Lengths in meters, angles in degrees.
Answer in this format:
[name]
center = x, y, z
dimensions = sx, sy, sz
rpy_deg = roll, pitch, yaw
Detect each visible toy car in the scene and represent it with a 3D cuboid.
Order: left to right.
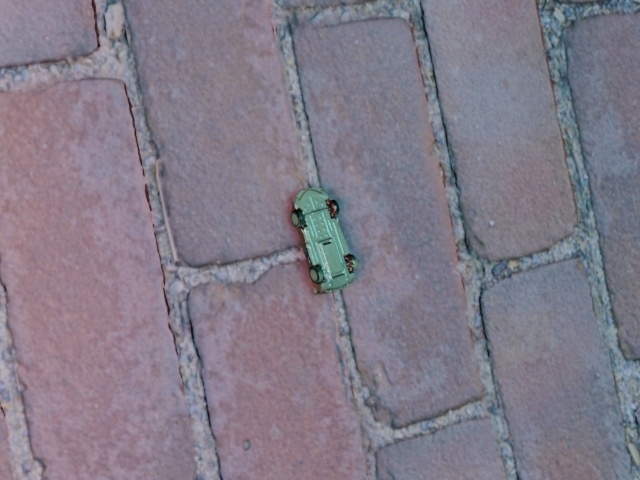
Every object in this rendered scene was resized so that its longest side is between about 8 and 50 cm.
[toy car]
center = 0.000, 0.000, 1.887
dimensions = 0.059, 0.035, 0.122
rpy_deg = -18, 87, -31
